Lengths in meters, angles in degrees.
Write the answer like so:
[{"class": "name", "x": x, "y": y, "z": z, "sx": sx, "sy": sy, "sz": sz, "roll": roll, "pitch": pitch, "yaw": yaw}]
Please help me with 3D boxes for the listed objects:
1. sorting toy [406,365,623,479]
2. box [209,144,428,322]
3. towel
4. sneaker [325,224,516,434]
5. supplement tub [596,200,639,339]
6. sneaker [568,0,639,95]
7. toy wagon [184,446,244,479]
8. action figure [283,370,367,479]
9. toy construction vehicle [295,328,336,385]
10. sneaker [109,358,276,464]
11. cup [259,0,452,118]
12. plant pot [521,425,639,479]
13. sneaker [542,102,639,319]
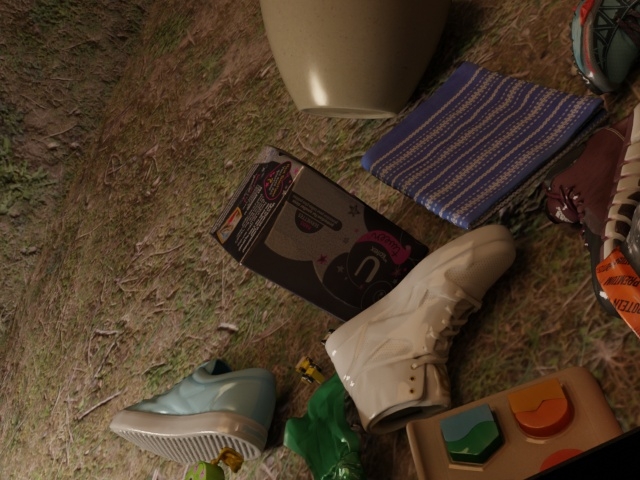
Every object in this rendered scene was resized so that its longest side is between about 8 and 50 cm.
[{"class": "sorting toy", "x": 0.199, "y": 0.217, "z": 0.873, "sx": 0.208, "sy": 0.038, "sz": 0.193, "roll": -18, "pitch": 36, "yaw": 6}, {"class": "box", "x": 0.000, "y": 0.000, "z": 1.258, "sx": 0.163, "sy": 0.247, "sz": 0.142, "roll": -57, "pitch": 32, "yaw": 2}, {"class": "towel", "x": 0.206, "y": -0.145, "z": 1.223, "sx": 0.243, "sy": 0.040, "sz": 0.336, "roll": -41, "pitch": 28, "yaw": -5}, {"class": "sneaker", "x": 0.150, "y": 0.124, "z": 1.094, "sx": 0.292, "sy": 0.108, "sz": 0.169, "roll": -41, "pitch": 48, "yaw": 20}, {"class": "supplement tub", "x": 0.410, "y": -0.026, "z": 0.722, "sx": 0.338, "sy": 0.207, "sz": 0.207, "roll": -44, "pitch": 33, "yaw": 22}, {"class": "sneaker", "x": 0.402, "y": -0.300, "z": 1.090, "sx": 0.125, "sy": 0.104, "sz": 0.261, "roll": 11, "pitch": 72, "yaw": 56}, {"class": "toy wagon", "x": -0.200, "y": 0.423, "z": 1.138, "sx": 0.267, "sy": 0.068, "sz": 0.344, "roll": 7, "pitch": 73, "yaw": 66}, {"class": "action figure", "x": 0.018, "y": 0.259, "z": 1.134, "sx": 0.137, "sy": 0.063, "sz": 0.232, "roll": -58, "pitch": 14, "yaw": 4}, {"class": "toy construction vehicle", "x": 0.003, "y": 0.173, "z": 1.283, "sx": 0.086, "sy": 0.035, "sz": 0.098, "roll": -54, "pitch": 10, "yaw": -14}, {"class": "sneaker", "x": -0.196, "y": 0.272, "z": 1.434, "sx": 0.366, "sy": 0.135, "sz": 0.150, "roll": -9, "pitch": 47, "yaw": 42}, {"class": "cup", "x": 0.054, "y": -0.328, "z": 1.469, "sx": 0.331, "sy": 0.331, "sz": 0.236, "roll": 7, "pitch": 95, "yaw": 57}, {"class": "plant pot", "x": 0.277, "y": 0.264, "z": 0.655, "sx": 0.187, "sy": 0.167, "sz": 0.188, "roll": -20, "pitch": 26, "yaw": -15}, {"class": "sneaker", "x": 0.312, "y": -0.019, "z": 0.983, "sx": 0.162, "sy": 0.106, "sz": 0.281, "roll": -25, "pitch": 33, "yaw": 50}]
